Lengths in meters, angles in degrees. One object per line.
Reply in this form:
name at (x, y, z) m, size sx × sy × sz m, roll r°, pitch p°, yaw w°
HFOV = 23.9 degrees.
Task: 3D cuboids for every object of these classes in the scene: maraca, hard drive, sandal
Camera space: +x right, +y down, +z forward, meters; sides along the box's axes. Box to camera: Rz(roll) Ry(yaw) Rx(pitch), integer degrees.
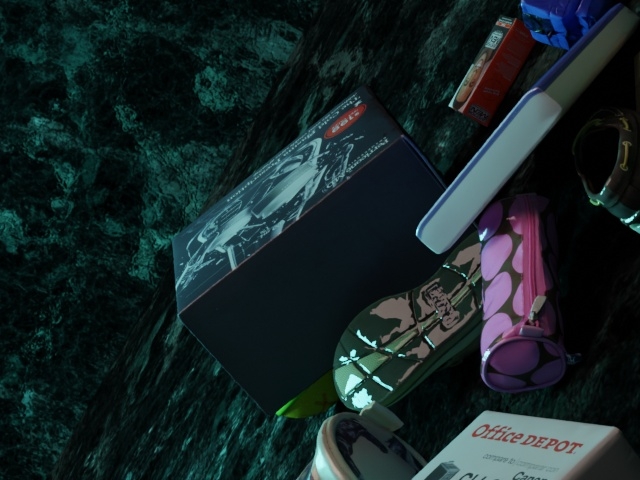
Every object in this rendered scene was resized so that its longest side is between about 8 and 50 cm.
maraca at (0.003, 0.156, 1.967) m, size 0.185 × 0.099 × 0.127 m, roll -49°, pitch 3°, yaw -2°
hard drive at (0.224, -0.124, 1.592) m, size 0.210 × 0.040 × 0.319 m, roll -52°, pitch -5°, yaw 33°
sandal at (0.137, 0.094, 1.649) m, size 0.303 × 0.086 × 0.120 m, roll -37°, pitch 46°, yaw 21°

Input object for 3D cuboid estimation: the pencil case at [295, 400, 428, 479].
pencil case at (-0.026, 0.364, 1.545) m, size 0.410 × 0.160 × 0.183 m, roll -57°, pitch 28°, yaw 20°

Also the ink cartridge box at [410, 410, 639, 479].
ink cartridge box at (0.110, 0.256, 1.122) m, size 0.273 × 0.114 × 0.197 m, roll -39°, pitch 13°, yaw -20°

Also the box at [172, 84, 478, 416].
box at (0.000, 0.000, 1.894) m, size 0.343 × 0.179 × 0.312 m, roll -39°, pitch 18°, yaw 5°

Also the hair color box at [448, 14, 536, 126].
hair color box at (0.229, -0.225, 1.996) m, size 0.141 × 0.043 × 0.072 m, roll -61°, pitch 15°, yaw 6°

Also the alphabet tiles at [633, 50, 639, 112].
alphabet tiles at (0.394, -0.208, 1.448) m, size 0.285 × 0.011 × 0.342 m, roll -51°, pitch 18°, yaw 38°

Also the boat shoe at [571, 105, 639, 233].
boat shoe at (0.281, -0.083, 1.446) m, size 0.081 × 0.069 × 0.227 m, roll -57°, pitch 15°, yaw 19°

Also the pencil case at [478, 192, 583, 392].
pencil case at (0.197, 0.044, 1.468) m, size 0.098 × 0.095 × 0.209 m, roll 81°, pitch -172°, yaw -45°

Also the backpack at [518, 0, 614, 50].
backpack at (0.289, -0.273, 1.769) m, size 0.098 × 0.101 × 0.120 m, roll -60°, pitch -19°, yaw -8°
